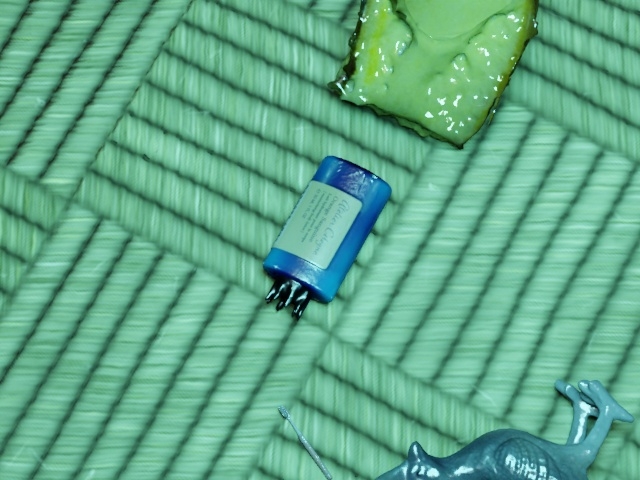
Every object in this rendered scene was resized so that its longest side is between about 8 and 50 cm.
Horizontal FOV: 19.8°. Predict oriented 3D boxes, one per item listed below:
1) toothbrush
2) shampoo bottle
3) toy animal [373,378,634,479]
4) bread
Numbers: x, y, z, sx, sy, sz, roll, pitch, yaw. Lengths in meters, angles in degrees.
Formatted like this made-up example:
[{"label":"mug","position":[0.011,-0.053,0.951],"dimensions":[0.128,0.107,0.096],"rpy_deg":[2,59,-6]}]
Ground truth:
[{"label":"toothbrush","position":[-0.016,0.214,1.949],"dimensions":[0.006,0.008,0.097],"rpy_deg":[-38,73,4]},{"label":"shampoo bottle","position":[0.000,0.000,2.003],"dimensions":[0.087,0.050,0.183],"rpy_deg":[27,73,8]},{"label":"toy animal","position":[0.251,0.241,1.894],"dimensions":[0.367,0.081,0.206],"rpy_deg":[21,68,2]},{"label":"bread","position":[0.142,-0.247,2.031],"dimensions":[0.204,0.162,0.262],"rpy_deg":[26,115,10]}]
